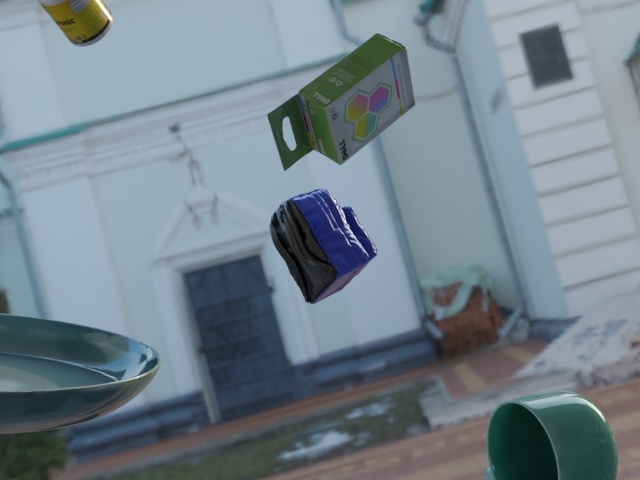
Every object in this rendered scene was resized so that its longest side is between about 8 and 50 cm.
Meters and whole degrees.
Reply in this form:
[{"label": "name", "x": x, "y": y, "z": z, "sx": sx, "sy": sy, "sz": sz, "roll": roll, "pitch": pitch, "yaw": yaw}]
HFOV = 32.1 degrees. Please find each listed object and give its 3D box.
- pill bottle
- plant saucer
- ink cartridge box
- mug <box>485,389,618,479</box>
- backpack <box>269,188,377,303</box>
[{"label": "pill bottle", "x": -0.308, "y": -0.297, "z": 1.357, "sx": 0.065, "sy": 0.065, "sz": 0.116, "roll": -16, "pitch": -38, "yaw": 14}, {"label": "plant saucer", "x": -0.288, "y": 0.102, "z": 0.889, "sx": 0.317, "sy": 0.044, "sz": 0.317, "roll": 6, "pitch": 4, "yaw": 0}, {"label": "ink cartridge box", "x": 0.033, "y": -0.180, "z": 1.531, "sx": 0.209, "sy": 0.062, "sz": 0.109, "roll": -39, "pitch": -39, "yaw": -20}, {"label": "mug", "x": 0.247, "y": 0.223, "z": 1.192, "sx": 0.097, "sy": 0.129, "sz": 0.157, "roll": -7, "pitch": 11, "yaw": -24}, {"label": "backpack", "x": 0.000, "y": 0.000, "z": 1.347, "sx": 0.101, "sy": 0.120, "sz": 0.098, "roll": -25, "pitch": -15, "yaw": -40}]
